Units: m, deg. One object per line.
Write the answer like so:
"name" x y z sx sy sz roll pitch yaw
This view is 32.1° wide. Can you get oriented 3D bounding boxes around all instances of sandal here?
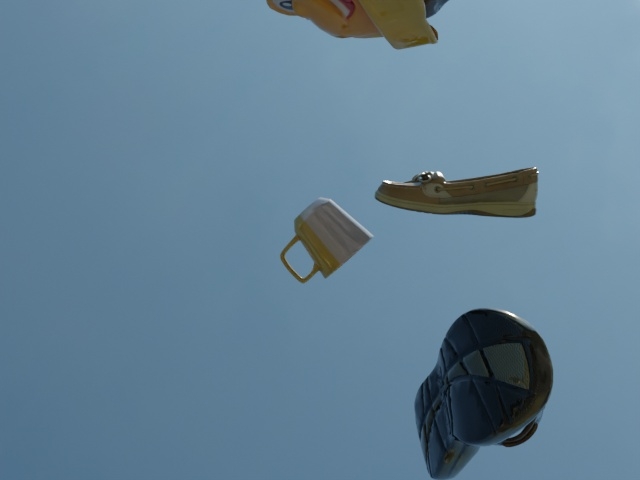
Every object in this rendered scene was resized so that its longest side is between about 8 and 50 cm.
"sandal" 0.157 0.144 1.036 0.086 0.303 0.120 -1 -112 -9

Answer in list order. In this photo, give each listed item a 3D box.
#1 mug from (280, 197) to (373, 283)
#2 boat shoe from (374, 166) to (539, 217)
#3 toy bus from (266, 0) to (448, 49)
"mug" 0.003 -0.002 1.068 0.078 0.062 0.064 -40 -92 -29
"boat shoe" 0.128 -0.049 1.043 0.153 0.056 0.048 4 -82 1
"toy bus" -0.039 -0.210 0.635 0.211 0.149 0.220 -11 -113 17
